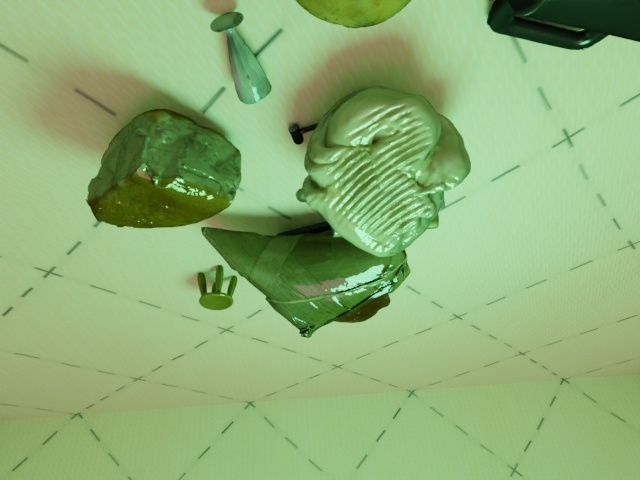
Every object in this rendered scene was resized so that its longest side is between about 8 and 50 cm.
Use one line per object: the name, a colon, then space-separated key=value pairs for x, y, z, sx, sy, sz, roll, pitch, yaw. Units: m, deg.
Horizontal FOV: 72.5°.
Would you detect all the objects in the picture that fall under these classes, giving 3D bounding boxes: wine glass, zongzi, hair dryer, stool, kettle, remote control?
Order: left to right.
stool: x=-0.345 y=0.162 z=1.461 sx=0.134 sy=0.111 sz=0.135 roll=6 pitch=141 yaw=-18
wine glass: x=-0.153 y=-0.348 z=0.840 sx=0.073 sy=0.073 sz=0.155 roll=-13 pitch=140 yaw=9
hair dryer: x=-0.029 y=-0.258 z=1.018 sx=0.083 sy=0.026 sz=0.047 roll=-20 pitch=144 yaw=6
zongzi: x=0.000 y=0.014 z=1.182 sx=0.499 sy=0.218 sz=0.467 roll=-32 pitch=125 yaw=22
remote control: x=0.061 y=-0.029 z=1.318 sx=0.377 sy=0.044 sz=0.107 roll=-14 pitch=138 yaw=10
kettle: x=0.482 y=-0.447 z=0.732 sx=0.307 sy=0.262 sz=0.203 roll=4 pitch=107 yaw=-8

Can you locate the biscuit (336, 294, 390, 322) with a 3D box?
biscuit: x=0.115 y=0.237 z=1.677 sx=0.272 sy=0.049 sz=0.257 roll=20 pitch=133 yaw=-33

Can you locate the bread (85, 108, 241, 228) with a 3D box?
bread: x=-0.330 y=-0.142 z=0.962 sx=0.250 sy=0.225 sz=0.279 roll=-25 pitch=151 yaw=33

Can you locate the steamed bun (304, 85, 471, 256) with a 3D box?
steamed bun: x=0.144 y=-0.169 z=0.984 sx=0.352 sy=0.247 sz=0.339 roll=37 pitch=119 yaw=-13

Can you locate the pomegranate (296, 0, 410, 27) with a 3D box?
pomegranate: x=0.045 y=-0.438 z=0.606 sx=0.260 sy=0.261 sz=0.260 roll=-4 pitch=143 yaw=-3

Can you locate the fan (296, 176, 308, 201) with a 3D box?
fan: x=0.035 y=-0.163 z=1.164 sx=0.152 sy=0.008 sz=0.227 roll=10 pitch=142 yaw=-20

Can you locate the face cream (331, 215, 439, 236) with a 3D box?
face cream: x=0.165 y=-0.083 z=1.173 sx=0.284 sy=0.140 sz=0.067 roll=-6 pitch=154 yaw=-4
